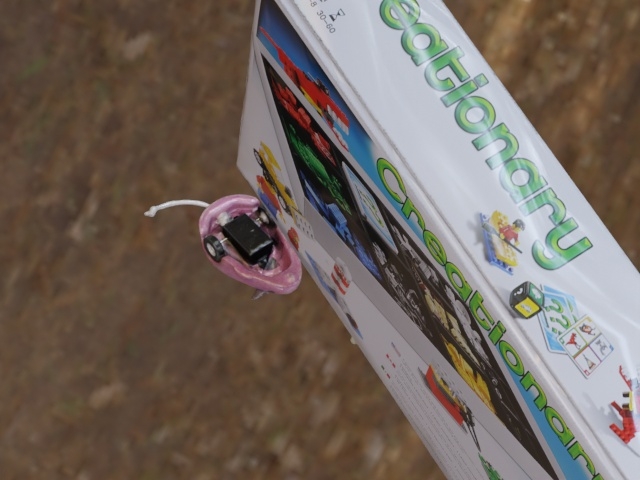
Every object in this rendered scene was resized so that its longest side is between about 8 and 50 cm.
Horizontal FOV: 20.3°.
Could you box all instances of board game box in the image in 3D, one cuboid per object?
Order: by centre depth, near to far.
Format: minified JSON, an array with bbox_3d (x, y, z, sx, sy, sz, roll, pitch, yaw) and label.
[{"bbox_3d":[0.071,0.044,0.673,0.053,0.305,0.193,-31,167,-14],"label":"board game box"}]

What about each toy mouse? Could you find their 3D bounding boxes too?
[{"bbox_3d":[0.000,0.000,0.879,0.161,0.143,0.031,-12,147,-12],"label":"toy mouse"}]
